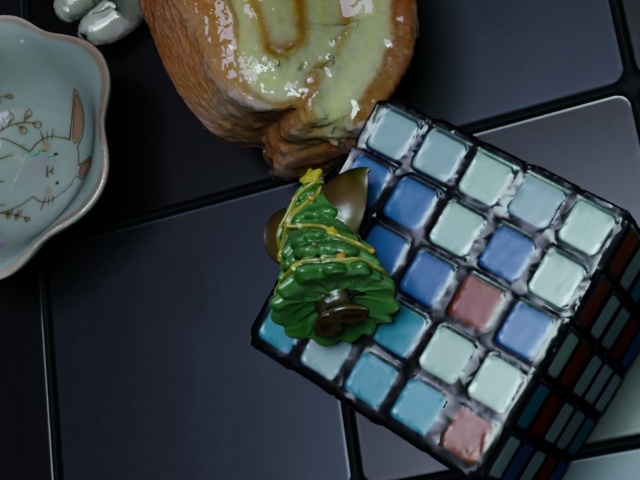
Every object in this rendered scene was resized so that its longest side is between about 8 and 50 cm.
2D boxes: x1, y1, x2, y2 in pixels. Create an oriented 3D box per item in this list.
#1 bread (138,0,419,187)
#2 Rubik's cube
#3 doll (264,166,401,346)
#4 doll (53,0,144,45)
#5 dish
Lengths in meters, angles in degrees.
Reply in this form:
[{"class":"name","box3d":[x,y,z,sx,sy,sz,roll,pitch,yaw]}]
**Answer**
[{"class":"bread","box3d":[-0.024,-0.164,1.019,0.190,0.123,0.244,-19,80,-13]},{"class":"Rubik's cube","box3d":[0.099,0.042,0.891,0.182,0.187,0.184,30,91,26]},{"class":"doll","box3d":[-0.005,0.000,0.801,0.078,0.076,0.113,-30,66,24]},{"class":"doll","box3d":[-0.205,-0.256,1.146,0.192,0.149,0.095,35,50,19]},{"class":"dish","box3d":[-0.255,-0.068,1.133,0.229,0.081,0.230,-6,72,18]}]
